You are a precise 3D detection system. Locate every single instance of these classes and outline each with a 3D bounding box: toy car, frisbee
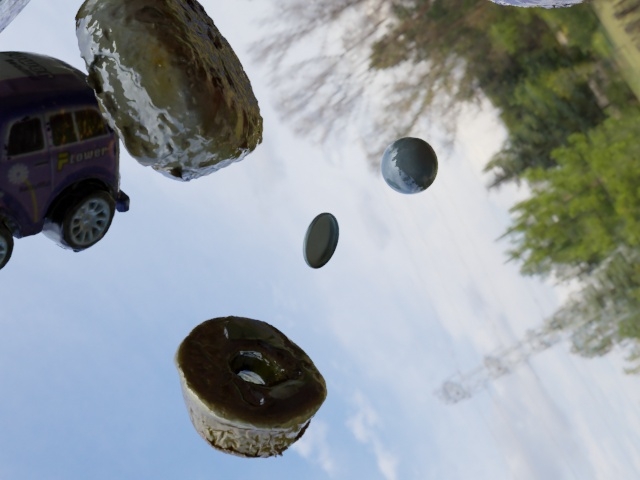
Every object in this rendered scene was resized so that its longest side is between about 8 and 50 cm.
[{"bbox_3d":[-0.297,-0.079,0.856,0.172,0.158,0.235,30,-146,29],"label":"toy car"},{"bbox_3d":[0.000,0.000,1.802,0.014,0.110,0.110,17,174,32],"label":"frisbee"}]

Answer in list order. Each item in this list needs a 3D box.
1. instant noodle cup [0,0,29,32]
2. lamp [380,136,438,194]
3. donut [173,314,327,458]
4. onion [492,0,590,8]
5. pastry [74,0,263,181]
[{"bbox_3d":[-0.372,-0.325,0.964,0.190,0.251,0.251,40,-160,-14],"label":"instant noodle cup"},{"bbox_3d":[0.157,-0.132,1.691,0.105,0.105,0.105,49,-162,-21],"label":"lamp"},{"bbox_3d":[-0.145,0.300,1.958,0.330,0.160,0.330,8,-146,-6],"label":"donut"},{"bbox_3d":[0.160,-0.286,0.644,0.230,0.272,0.256,48,-169,10],"label":"onion"},{"bbox_3d":[-0.121,-0.140,0.792,0.182,0.093,0.192,60,-167,-5],"label":"pastry"}]
